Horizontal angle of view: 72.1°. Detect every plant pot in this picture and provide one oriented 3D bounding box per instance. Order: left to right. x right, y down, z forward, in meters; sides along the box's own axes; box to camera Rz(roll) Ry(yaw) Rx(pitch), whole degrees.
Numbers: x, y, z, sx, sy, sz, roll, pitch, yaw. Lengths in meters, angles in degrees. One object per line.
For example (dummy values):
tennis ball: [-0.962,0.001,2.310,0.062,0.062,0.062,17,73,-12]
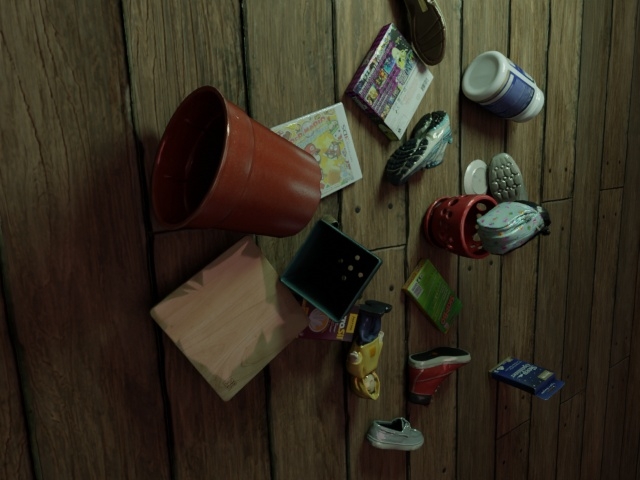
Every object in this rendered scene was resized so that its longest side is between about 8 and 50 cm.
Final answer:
plant pot: [-0.155,-0.126,0.892,0.265,0.272,0.273,16,88,-43]
plant pot: [0.050,0.069,1.055,0.165,0.165,0.234,-57,165,7]
plant pot: [0.424,-0.048,1.344,0.191,0.174,0.191,-6,101,-35]

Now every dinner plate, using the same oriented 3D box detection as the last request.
dinner plate: [0.540,-0.204,1.500,0.141,0.017,0.141,-5,98,-33]

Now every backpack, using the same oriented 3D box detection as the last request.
backpack: [0.528,-0.039,1.238,0.182,0.152,0.115,-31,107,-13]

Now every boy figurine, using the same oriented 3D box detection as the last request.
boy figurine: [0.128,0.317,1.229,0.177,0.092,0.285,-7,105,-57]

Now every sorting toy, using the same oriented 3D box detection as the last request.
sorting toy: [-0.198,0.165,0.977,0.257,0.089,0.255,-40,107,-22]

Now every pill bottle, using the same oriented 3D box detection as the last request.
pill bottle: [0.592,-0.481,1.411,0.264,0.153,0.153,13,89,-35]

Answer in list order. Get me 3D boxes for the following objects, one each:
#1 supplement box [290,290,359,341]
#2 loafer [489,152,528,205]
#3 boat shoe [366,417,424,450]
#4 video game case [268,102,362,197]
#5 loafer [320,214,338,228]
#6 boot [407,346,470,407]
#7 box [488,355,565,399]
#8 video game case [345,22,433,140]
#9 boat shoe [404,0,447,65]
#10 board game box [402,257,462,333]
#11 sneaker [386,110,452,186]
supplement box: [-0.001,0.198,1.141,0.188,0.080,0.104,14,89,-36]
loafer: [0.665,-0.167,1.549,0.320,0.112,0.111,65,26,-25]
boat shoe: [0.245,0.598,1.372,0.227,0.079,0.081,16,92,-32]
video game case: [-0.006,-0.215,1.111,0.227,0.026,0.206,-29,112,-28]
loafer: [0.000,0.000,1.131,0.056,0.050,0.148,30,80,-34]
boot: [0.389,0.453,1.451,0.244,0.088,0.176,-4,99,-26]
box: [0.762,0.504,1.628,0.136,0.225,0.037,-19,107,-32]
video game case: [0.197,-0.431,1.210,0.210,0.041,0.232,36,76,-33]
boat shoe: [0.290,-0.615,1.213,0.095,0.095,0.258,-51,126,-65]
board game box: [0.369,0.185,1.426,0.259,0.039,0.124,46,71,-28]
sneaker: [0.304,-0.245,1.274,0.283,0.110,0.122,-50,124,-18]
